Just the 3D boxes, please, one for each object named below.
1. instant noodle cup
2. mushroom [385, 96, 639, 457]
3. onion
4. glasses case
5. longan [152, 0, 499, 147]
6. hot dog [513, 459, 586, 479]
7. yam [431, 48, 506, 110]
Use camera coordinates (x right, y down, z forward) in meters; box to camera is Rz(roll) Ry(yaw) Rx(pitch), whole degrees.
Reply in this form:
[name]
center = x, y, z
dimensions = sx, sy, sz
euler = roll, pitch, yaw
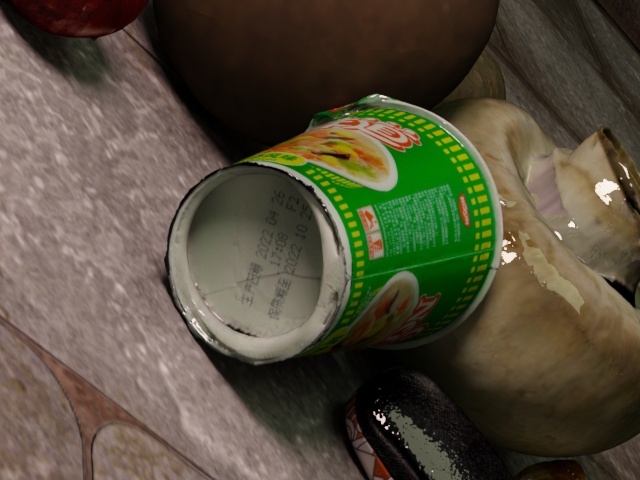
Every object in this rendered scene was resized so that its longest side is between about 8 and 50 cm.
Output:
[instant noodle cup]
center = 0.000, 0.000, 1.436
dimensions = 0.207, 0.207, 0.233
euler = 57, 27, 9
[mushroom]
center = 0.181, 0.031, 1.691
dimensions = 0.352, 0.260, 0.352
euler = 51, 16, -21
[onion]
center = -0.184, -0.210, 1.443
dimensions = 0.131, 0.131, 0.131
euler = 47, 20, -22
[glasses case]
center = 0.115, 0.216, 1.484
dimensions = 0.266, 0.067, 0.103
euler = 55, 34, 7
[longan]
center = 0.003, -0.210, 1.615
dimensions = 0.300, 0.300, 0.243
euler = 47, 17, -21
[hot dog]
center = 0.178, 0.246, 1.613
dimensions = 0.078, 0.061, 0.169
euler = 27, 35, 16
[yam]
center = 0.092, -0.140, 1.939
dimensions = 0.161, 0.161, 0.268
euler = 57, 19, 8
